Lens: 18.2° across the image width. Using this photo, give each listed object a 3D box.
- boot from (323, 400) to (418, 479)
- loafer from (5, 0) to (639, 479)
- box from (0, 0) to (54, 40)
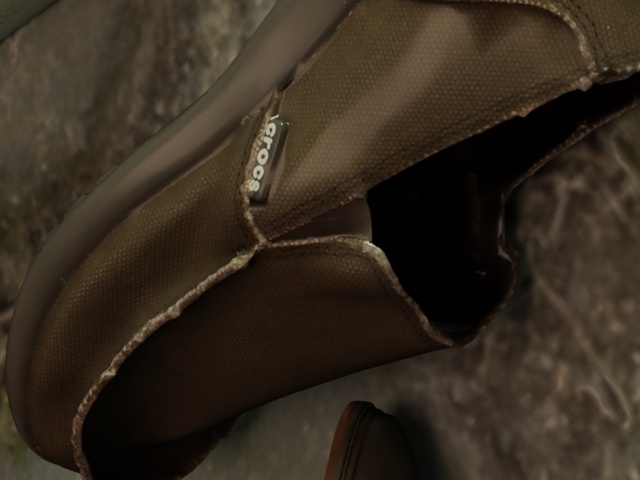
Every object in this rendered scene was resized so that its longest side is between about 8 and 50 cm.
[{"bbox_3d":[0.057,0.174,0.810,0.106,0.082,0.219,-4,86,19],"label":"boot"},{"bbox_3d":[0.000,0.000,0.781,0.366,0.134,0.130,-50,63,34],"label":"loafer"},{"bbox_3d":[-0.214,-0.250,1.002,0.232,0.058,0.322,-27,75,41],"label":"box"}]
